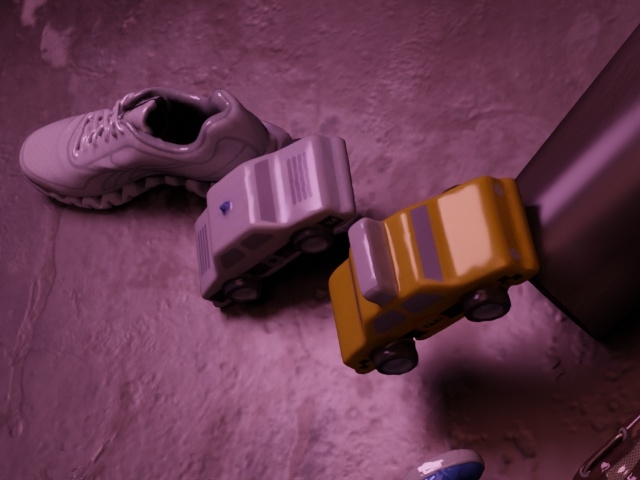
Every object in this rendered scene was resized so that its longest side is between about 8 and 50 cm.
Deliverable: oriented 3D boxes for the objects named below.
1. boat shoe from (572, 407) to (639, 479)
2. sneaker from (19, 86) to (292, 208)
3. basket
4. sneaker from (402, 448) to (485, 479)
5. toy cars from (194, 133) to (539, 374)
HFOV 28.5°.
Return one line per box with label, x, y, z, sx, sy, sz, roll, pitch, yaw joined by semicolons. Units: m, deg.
boat shoe;0.275;0.104;0.897;0.257;0.095;0.095;-48;49;-4
sneaker;-0.174;-0.098;1.200;0.292;0.118;0.110;-1;65;26
basket;0.242;-0.048;0.956;0.227;0.154;0.204;-47;24;2
sneaker;0.073;0.228;0.942;0.152;0.058;0.084;-37;49;8
toy cars;0.000;0.000;1.006;0.394;0.087;0.176;19;90;51
